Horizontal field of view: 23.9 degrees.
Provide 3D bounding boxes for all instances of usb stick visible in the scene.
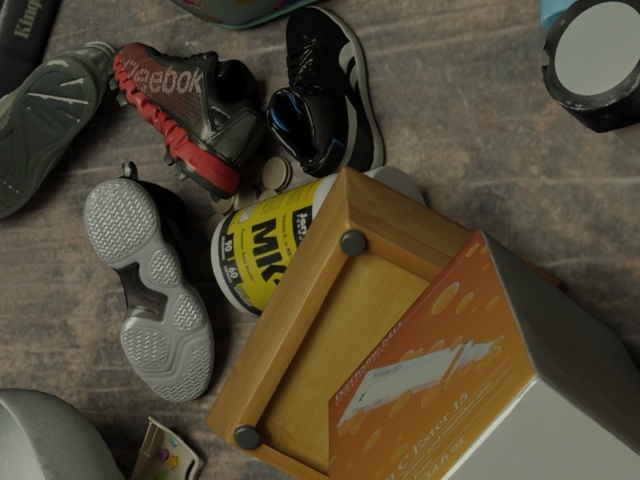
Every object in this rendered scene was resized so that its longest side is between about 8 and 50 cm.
[{"bbox_3d":[-0.381,-0.301,1.945,0.278,0.077,0.045,-69,21,9],"label":"usb stick"}]

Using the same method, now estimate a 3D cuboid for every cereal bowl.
[{"bbox_3d":[-0.301,0.329,1.701,0.339,0.141,0.339,13,106,54],"label":"cereal bowl"}]

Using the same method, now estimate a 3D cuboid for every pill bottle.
[{"bbox_3d":[0.000,0.000,1.528,0.208,0.119,0.119,-20,71,38],"label":"pill bottle"}]

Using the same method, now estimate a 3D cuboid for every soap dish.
[{"bbox_3d":[0.053,0.112,1.397,0.229,0.118,0.291,28,104,-3],"label":"soap dish"}]

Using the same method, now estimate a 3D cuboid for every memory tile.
[{"bbox_3d":[-0.083,-0.024,1.677,0.113,0.012,0.148,10,89,42],"label":"memory tile"}]

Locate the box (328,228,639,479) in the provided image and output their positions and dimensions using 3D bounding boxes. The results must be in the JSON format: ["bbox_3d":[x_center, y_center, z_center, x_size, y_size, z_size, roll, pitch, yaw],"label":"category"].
[{"bbox_3d":[0.134,0.163,1.162,0.215,0.168,0.345,-50,10,12],"label":"box"}]

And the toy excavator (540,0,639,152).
[{"bbox_3d":[0.294,-0.265,1.282,0.433,0.222,0.445,-12,62,40],"label":"toy excavator"}]

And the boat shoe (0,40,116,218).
[{"bbox_3d":[-0.369,-0.133,1.898,0.118,0.103,0.320,44,123,-6],"label":"boat shoe"}]

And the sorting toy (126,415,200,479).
[{"bbox_3d":[-0.168,0.250,1.693,0.075,0.045,0.083,27,102,34],"label":"sorting toy"}]

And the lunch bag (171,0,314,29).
[{"bbox_3d":[-0.123,-0.331,1.620,0.262,0.223,0.160,-11,71,42],"label":"lunch bag"}]

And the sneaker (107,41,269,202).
[{"bbox_3d":[-0.143,-0.163,1.699,0.135,0.097,0.276,-50,46,8],"label":"sneaker"}]

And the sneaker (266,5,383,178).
[{"bbox_3d":[-0.012,-0.164,1.562,0.079,0.121,0.217,-36,61,31],"label":"sneaker"}]

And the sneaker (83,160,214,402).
[{"bbox_3d":[-0.178,0.039,1.695,0.101,0.153,0.269,-15,108,9],"label":"sneaker"}]
